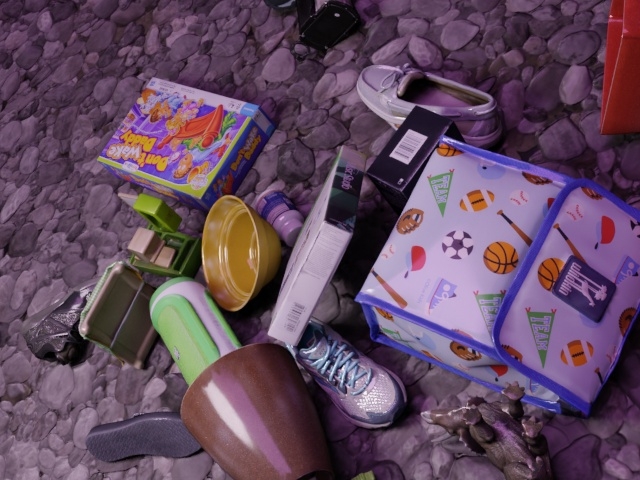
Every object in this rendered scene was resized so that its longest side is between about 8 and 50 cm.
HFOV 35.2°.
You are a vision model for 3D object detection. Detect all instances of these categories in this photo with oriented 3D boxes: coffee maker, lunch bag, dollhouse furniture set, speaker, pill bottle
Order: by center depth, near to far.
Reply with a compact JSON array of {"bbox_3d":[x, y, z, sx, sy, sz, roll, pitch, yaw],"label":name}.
[{"bbox_3d":[0.298,0.057,1.560,0.385,0.239,0.328,23,74,22],"label":"lunch bag"},{"bbox_3d":[-0.208,0.198,1.837,0.131,0.131,0.296,-41,49,3],"label":"speaker"},{"bbox_3d":[-0.072,-0.042,1.945,0.067,0.067,0.120,-41,49,2],"label":"pill bottle"},{"bbox_3d":[-0.384,0.076,1.972,0.151,0.197,0.302,13,68,35],"label":"dollhouse furniture set"},{"bbox_3d":[-0.010,-0.509,2.168,0.171,0.120,0.178,-23,51,18],"label":"coffee maker"}]

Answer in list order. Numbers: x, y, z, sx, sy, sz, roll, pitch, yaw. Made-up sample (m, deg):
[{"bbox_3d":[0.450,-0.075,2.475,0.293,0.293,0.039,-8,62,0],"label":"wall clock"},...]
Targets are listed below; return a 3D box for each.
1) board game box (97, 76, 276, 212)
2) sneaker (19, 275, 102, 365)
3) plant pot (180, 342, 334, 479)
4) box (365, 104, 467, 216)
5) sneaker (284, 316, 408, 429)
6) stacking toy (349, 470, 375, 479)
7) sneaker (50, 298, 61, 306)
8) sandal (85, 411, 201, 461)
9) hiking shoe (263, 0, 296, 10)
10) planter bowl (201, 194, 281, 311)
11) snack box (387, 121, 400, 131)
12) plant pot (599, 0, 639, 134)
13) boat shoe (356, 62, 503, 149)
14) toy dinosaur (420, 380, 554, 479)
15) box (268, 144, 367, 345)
[{"bbox_3d":[-0.292,-0.208,2.176,0.347,0.078,0.233,20,73,38],"label":"board game box"},{"bbox_3d":[-0.494,0.171,2.058,0.227,0.087,0.130,-34,62,-1],"label":"sneaker"},{"bbox_3d":[-0.081,0.322,1.629,0.215,0.215,0.230,-41,52,3],"label":"plant pot"},{"bbox_3d":[0.183,-0.124,1.782,0.093,0.158,0.156,30,78,38],"label":"box"},{"bbox_3d":[0.023,0.213,1.690,0.283,0.122,0.110,33,82,41],"label":"sneaker"},{"bbox_3d":[0.010,0.478,1.578,0.221,0.052,0.167,-31,50,10],"label":"stacking toy"},{"bbox_3d":[-0.569,0.163,2.145,0.037,0.032,0.083,2,59,51],"label":"sneaker"},{"bbox_3d":[-0.318,0.346,1.839,0.254,0.097,0.054,-9,30,25],"label":"sandal"},{"bbox_3d":[-0.028,-0.651,2.259,0.304,0.132,0.113,-44,49,0],"label":"hiking shoe"},{"bbox_3d":[-0.135,0.023,1.902,0.217,0.090,0.217,1,92,55],"label":"planter bowl"},{"bbox_3d":[0.176,-0.224,1.939,0.064,0.022,0.178,-39,49,2],"label":"snack box"},{"bbox_3d":[0.588,-0.337,1.610,0.235,0.267,0.267,6,63,11],"label":"plant pot"},{"bbox_3d":[0.198,-0.269,1.877,0.118,0.103,0.320,-40,51,-24],"label":"boat shoe"},{"bbox_3d":[0.286,0.308,1.470,0.121,0.160,0.313,-41,57,-13],"label":"toy dinosaur"},{"bbox_3d":[0.000,0.000,1.713,0.322,0.058,0.232,-79,14,-62],"label":"box"}]
